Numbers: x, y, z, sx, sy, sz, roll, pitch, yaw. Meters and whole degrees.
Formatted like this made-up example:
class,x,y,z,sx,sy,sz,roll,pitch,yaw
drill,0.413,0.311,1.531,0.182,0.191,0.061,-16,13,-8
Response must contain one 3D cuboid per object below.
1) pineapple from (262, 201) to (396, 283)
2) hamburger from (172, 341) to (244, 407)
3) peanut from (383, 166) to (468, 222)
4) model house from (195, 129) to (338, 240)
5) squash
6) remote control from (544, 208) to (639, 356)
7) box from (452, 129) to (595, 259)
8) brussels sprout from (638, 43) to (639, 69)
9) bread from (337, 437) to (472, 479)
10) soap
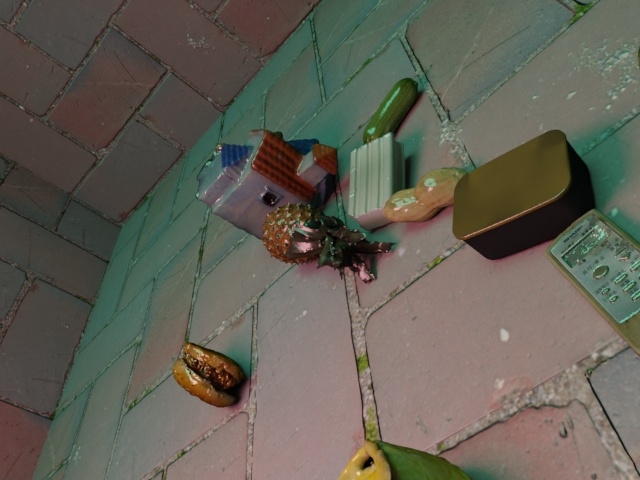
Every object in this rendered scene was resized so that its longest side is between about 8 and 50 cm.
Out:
class,x,y,z,sx,sy,sz,roll,pitch,yaw
pineapple,-0.002,-0.002,1.247,0.165,0.165,0.364,-60,29,-9
hamburger,-0.266,0.312,1.312,0.186,0.177,0.113,15,77,33
peanut,0.204,-0.084,1.093,0.187,0.082,0.082,-31,36,37
model house,-0.112,-0.196,1.486,0.329,0.295,0.251,-40,35,32
squash,0.172,-0.311,1.410,0.219,0.068,0.077,-58,33,-5
remote control,0.381,0.049,0.716,0.098,0.038,0.233,-45,28,16
box,0.316,-0.064,0.886,0.201,0.090,0.144,-30,37,40
brussels sprout,0.506,-0.232,0.667,0.219,0.210,0.271,-17,30,43
bread,0.104,0.348,0.681,0.197,0.171,0.197,-53,19,28
soap,0.125,-0.130,1.245,0.119,0.066,0.198,-22,50,36
